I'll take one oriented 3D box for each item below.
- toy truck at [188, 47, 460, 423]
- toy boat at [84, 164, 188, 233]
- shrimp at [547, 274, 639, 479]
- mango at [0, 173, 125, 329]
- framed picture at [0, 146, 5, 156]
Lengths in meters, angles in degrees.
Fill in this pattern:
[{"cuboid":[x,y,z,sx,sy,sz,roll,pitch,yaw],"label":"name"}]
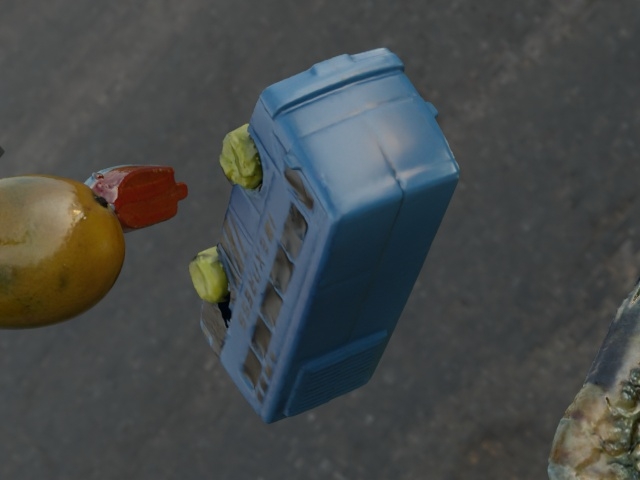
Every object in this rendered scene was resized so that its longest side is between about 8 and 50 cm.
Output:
[{"cuboid":[0.000,0.000,1.548,0.161,0.162,0.385,-22,-27,-26],"label":"toy truck"},{"cuboid":[-0.200,-0.043,1.774,0.059,0.069,0.173,1,10,25],"label":"toy boat"},{"cuboid":[0.173,0.081,0.902,0.161,0.091,0.034,-65,15,-19],"label":"shrimp"},{"cuboid":[-0.219,0.009,1.234,0.089,0.163,0.111,-111,21,-73],"label":"mango"},{"cuboid":[-0.456,-0.003,1.930,0.289,0.020,0.211,-50,3,-6],"label":"framed picture"}]
